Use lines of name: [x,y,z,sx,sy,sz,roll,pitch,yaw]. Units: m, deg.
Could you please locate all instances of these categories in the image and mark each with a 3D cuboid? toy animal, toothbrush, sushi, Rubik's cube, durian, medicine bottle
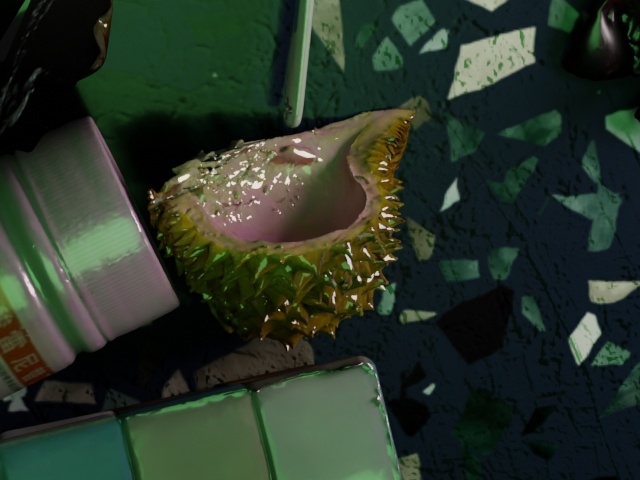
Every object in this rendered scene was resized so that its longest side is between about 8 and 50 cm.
toy animal: [0.355,-0.203,1.873,0.219,0.116,0.179,7,79,12]
toothbrush: [-0.016,-0.294,1.756,0.040,0.040,0.386,3,103,-15]
sushi: [-0.294,-0.218,1.629,0.227,0.212,0.215,27,97,21]
Rubik's cube: [-0.101,0.308,1.737,0.347,0.344,0.346,-11,86,-9]
durian: [-0.008,0.012,1.803,0.305,0.185,0.195,-27,134,-41]
medicine bottle: [-0.306,0.041,1.721,0.316,0.202,0.202,-27,113,-3]
